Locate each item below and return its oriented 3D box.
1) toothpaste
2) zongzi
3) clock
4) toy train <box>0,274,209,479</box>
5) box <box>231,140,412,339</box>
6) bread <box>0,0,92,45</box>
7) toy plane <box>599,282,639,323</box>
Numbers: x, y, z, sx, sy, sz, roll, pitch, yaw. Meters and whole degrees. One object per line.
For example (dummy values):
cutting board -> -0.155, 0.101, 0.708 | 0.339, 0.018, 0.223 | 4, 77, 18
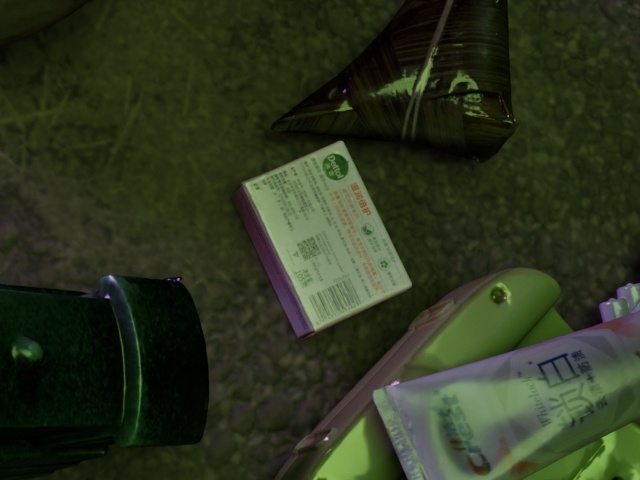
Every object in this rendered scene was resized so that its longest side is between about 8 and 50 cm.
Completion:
toothpaste -> 0.197, 0.095, 1.201 | 0.323, 0.066, 0.100 | -20, 77, -18
zongzi -> 0.057, -0.161, 1.327 | 0.184, 0.084, 0.187 | 4, 71, -6
clock -> 0.158, 0.219, 1.254 | 0.348, 0.117, 0.286 | 45, 71, -4
toy train -> -0.211, 0.078, 1.073 | 0.330, 0.178, 0.138 | 10, 72, -61
box -> 0.000, 0.000, 1.289 | 0.089, 0.043, 0.125 | -23, 86, -19
bread -> -0.212, -0.259, 1.211 | 0.192, 0.171, 0.314 | 25, 74, -13
toy plane -> 0.299, 0.072, 1.347 | 0.174, 0.080, 0.174 | 4, 76, -15
